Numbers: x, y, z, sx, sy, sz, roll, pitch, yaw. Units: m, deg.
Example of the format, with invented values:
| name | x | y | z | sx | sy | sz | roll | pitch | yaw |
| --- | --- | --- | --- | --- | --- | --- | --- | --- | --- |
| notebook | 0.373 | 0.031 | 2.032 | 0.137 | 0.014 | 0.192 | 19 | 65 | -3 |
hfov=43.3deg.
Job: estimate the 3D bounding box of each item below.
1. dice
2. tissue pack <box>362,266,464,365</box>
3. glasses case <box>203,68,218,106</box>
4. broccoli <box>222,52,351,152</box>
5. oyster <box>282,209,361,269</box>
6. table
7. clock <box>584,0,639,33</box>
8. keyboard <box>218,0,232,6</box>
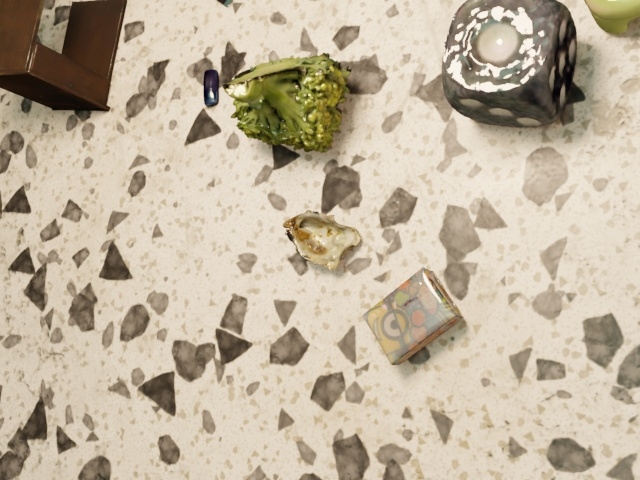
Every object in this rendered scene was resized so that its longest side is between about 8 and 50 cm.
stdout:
| name | x | y | z | sx | sy | sz | roll | pitch | yaw |
| --- | --- | --- | --- | --- | --- | --- | --- | --- | --- |
| dice | 0.314 | -0.295 | 1.337 | 0.182 | 0.183 | 0.181 | 12 | 84 | 29 |
| tissue pack | 0.159 | 0.133 | 1.405 | 0.148 | 0.060 | 0.109 | -39 | 65 | 17 |
| glasses case | -0.237 | -0.331 | 1.740 | 0.033 | 0.023 | 0.083 | -9 | 76 | 28 |
| broccoli | -0.067 | -0.242 | 1.521 | 0.242 | 0.273 | 0.180 | 0 | 113 | 30 |
| oyster | -0.003 | -0.008 | 1.528 | 0.148 | 0.051 | 0.103 | 34 | 94 | 14 |
| table | -0.611 | -0.469 | 1.847 | 0.196 | 0.250 | 0.282 | 5 | 82 | 31 |
| clock | 0.577 | -0.504 | 1.271 | 0.348 | 0.117 | 0.286 | -11 | 74 | 26 |
| keyboard | -0.174 | -0.609 | 1.767 | 0.074 | 0.015 | 0.196 | 42 | 101 | 28 |
